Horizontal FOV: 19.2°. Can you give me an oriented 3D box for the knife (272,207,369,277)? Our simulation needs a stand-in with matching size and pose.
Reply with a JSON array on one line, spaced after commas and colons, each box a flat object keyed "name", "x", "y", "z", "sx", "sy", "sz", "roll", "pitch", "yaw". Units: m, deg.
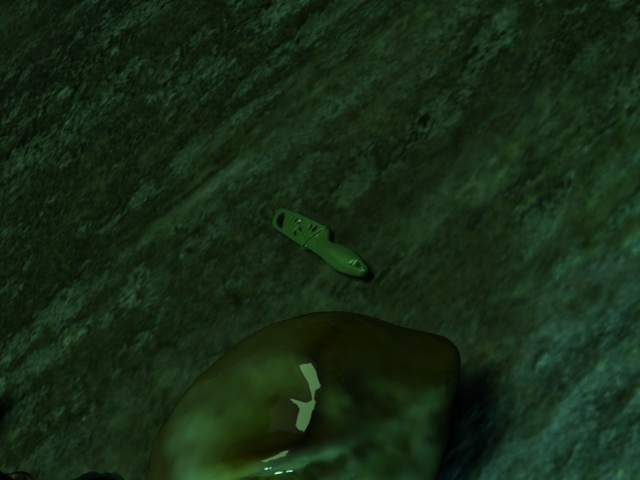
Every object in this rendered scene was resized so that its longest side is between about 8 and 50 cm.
[{"name": "knife", "x": 0.000, "y": 0.000, "z": 1.674, "sx": 0.030, "sy": 0.014, "sz": 0.207, "roll": -51, "pitch": 28, "yaw": -4}]

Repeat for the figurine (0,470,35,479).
[{"name": "figurine", "x": -0.330, "y": 0.258, "z": 1.727, "sx": 0.154, "sy": 0.098, "sz": 0.082, "roll": -22, "pitch": 25, "yaw": -5}]

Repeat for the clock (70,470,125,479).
[{"name": "clock", "x": -0.217, "y": 0.298, "z": 1.560, "sx": 0.226, "sy": 0.049, "sz": 0.226, "roll": -32, "pitch": 32, "yaw": 23}]

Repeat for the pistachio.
[{"name": "pistachio", "x": -0.017, "y": 0.137, "z": 1.376, "sx": 0.213, "sy": 0.162, "sz": 0.260, "roll": -28, "pitch": 9, "yaw": -38}]
